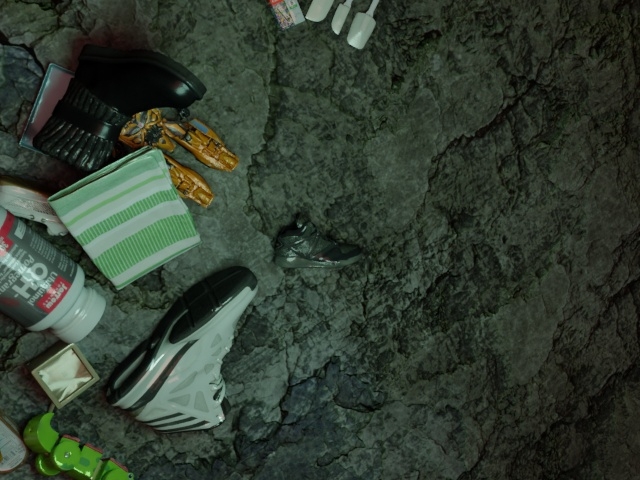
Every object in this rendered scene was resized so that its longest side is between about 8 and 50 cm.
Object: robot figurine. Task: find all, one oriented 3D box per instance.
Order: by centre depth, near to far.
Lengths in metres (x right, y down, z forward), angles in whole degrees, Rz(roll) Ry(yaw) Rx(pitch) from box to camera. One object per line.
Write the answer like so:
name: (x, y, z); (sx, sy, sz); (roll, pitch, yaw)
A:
robot figurine: (-0.339, -0.213, 1.674); (0.291, 0.085, 0.211); (35, 86, -21)

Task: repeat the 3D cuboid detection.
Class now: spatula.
spatula: (0.085, -0.607, 1.788); (0.168, 0.019, 0.242); (25, 90, -16)

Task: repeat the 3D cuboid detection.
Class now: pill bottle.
pill bottle: (-0.621, 0.082, 1.570); (0.176, 0.176, 0.318); (-48, 122, -5)

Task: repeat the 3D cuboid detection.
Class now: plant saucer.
plant saucer: (-0.591, -0.285, 1.611); (0.067, 0.018, 0.192); (21, 91, -21)

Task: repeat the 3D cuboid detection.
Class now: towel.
towel: (-0.409, -0.041, 1.616); (0.248, 0.038, 0.324); (-30, 143, -10)

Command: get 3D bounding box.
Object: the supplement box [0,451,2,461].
supplement box: (-0.820, 0.430, 1.571); (0.194, 0.129, 0.191); (-9, 103, 4)

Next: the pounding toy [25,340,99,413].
pounding toy: (-0.593, 0.316, 1.687); (0.130, 0.100, 0.141); (-37, 112, -24)

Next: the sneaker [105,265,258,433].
sneaker: (-0.269, 0.278, 1.768); (0.447, 0.169, 0.257); (-44, 119, 1)

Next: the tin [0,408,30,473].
tin: (-0.746, 0.449, 1.681); (0.106, 0.040, 0.189); (-41, 110, -13)

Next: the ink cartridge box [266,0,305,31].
ink cartridge box: (-0.088, -0.556, 1.728); (0.063, 0.029, 0.115); (-28, 108, -12)

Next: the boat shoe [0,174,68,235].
boat shoe: (-0.574, -0.056, 1.622); (0.277, 0.098, 0.096); (19, 102, -19)

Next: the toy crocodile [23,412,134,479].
toy crocodile: (-0.545, 0.526, 1.727); (0.340, 0.115, 0.105); (40, 47, -21)

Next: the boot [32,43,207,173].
boot: (-0.414, -0.253, 1.522); (0.131, 0.348, 0.260); (40, 69, -55)

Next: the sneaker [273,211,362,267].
sneaker: (0.000, 0.000, 1.828); (0.228, 0.087, 0.130); (1, 106, -14)
